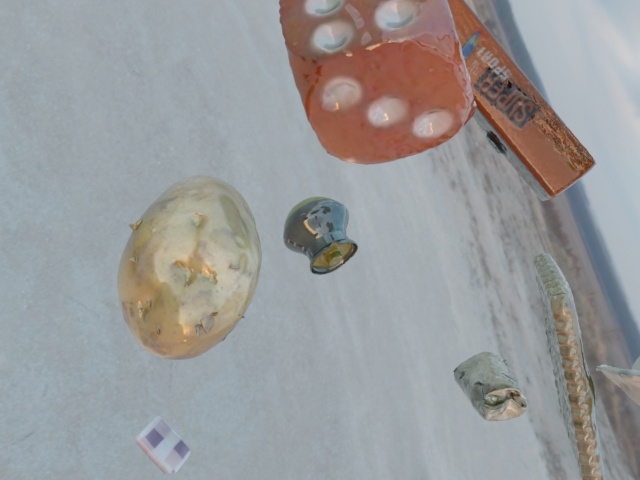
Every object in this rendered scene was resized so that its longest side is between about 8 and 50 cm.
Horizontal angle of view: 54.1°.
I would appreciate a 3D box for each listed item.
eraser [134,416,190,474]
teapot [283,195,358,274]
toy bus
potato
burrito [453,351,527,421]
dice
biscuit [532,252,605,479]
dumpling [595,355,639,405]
[{"bbox_3d":[-0.312,0.406,1.240,0.105,0.026,0.065,50,42,-8],"label":"eraser"},{"bbox_3d":[0.000,0.000,1.142,0.119,0.130,0.165,60,-18,26],"label":"teapot"},{"bbox_3d":[0.231,-0.238,0.904,0.409,0.093,0.092,51,7,4],"label":"toy bus"},{"bbox_3d":[-0.125,0.010,0.601,0.128,0.161,0.234,29,41,-20],"label":"potato"},{"bbox_3d":[0.248,0.214,0.909,0.060,0.087,0.226,63,6,1],"label":"burrito"},{"bbox_3d":[0.063,-0.204,0.673,0.179,0.174,0.175,61,20,-53],"label":"dice"},{"bbox_3d":[0.384,0.195,0.965,0.217,0.044,0.324,-61,137,-71],"label":"biscuit"},{"bbox_3d":[0.651,0.261,1.141,0.341,0.260,0.181,-11,90,-43],"label":"dumpling"}]
